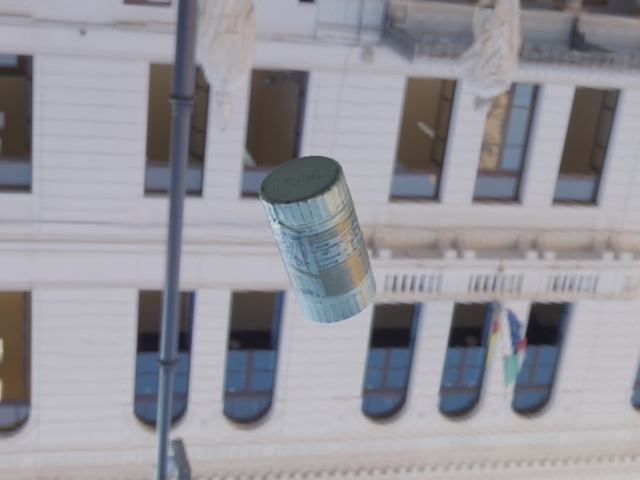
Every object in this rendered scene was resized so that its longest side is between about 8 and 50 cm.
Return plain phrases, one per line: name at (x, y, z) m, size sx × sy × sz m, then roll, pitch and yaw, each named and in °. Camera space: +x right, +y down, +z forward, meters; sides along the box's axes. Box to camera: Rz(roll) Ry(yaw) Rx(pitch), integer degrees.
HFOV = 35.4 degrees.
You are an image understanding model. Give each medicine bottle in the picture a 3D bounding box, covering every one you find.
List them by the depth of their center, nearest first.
medicine bottle at (0.000, 0.000, 0.546) m, size 0.047 × 0.083 × 0.047 m, roll -12°, pitch -144°, yaw 9°
